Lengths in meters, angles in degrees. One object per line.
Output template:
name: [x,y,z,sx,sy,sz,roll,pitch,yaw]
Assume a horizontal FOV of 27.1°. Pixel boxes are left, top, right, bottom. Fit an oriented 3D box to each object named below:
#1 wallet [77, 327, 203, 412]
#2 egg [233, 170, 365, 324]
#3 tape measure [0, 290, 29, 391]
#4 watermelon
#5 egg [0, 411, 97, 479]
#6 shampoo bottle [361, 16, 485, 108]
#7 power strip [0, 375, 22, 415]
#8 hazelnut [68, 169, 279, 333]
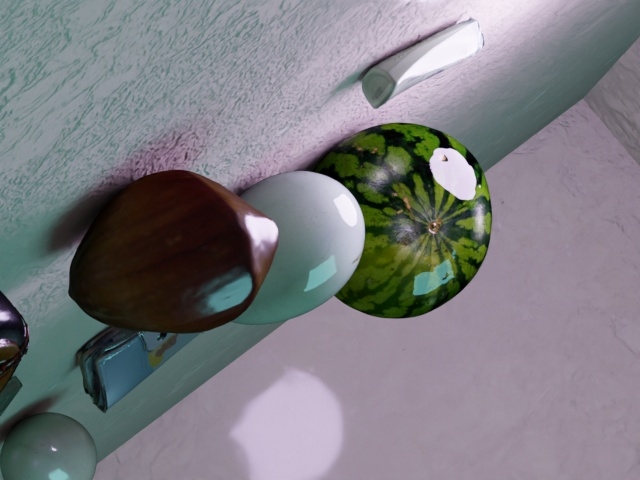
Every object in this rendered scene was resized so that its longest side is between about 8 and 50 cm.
wallet: [-0.266,0.148,2.034,0.231,0.069,0.170,-38,156,-28]
egg: [-0.057,0.015,1.768,0.264,0.183,0.183,-36,175,30]
tape measure: [-0.351,0.109,1.098,0.223,0.135,0.202,-34,162,-47]
watermelon: [0.106,-0.029,1.934,0.285,0.285,0.285,-38,173,-5]
egg: [-0.435,0.349,2.122,0.151,0.151,0.209,-37,167,-8]
shampoo bottle: [0.134,-0.230,1.706,0.212,0.049,0.072,-33,167,-41]
power strip: [-0.446,0.227,1.820,0.051,0.019,0.136,-35,172,-41]
hazelnut: [-0.151,0.021,1.359,0.180,0.181,0.212,-59,-178,3]
